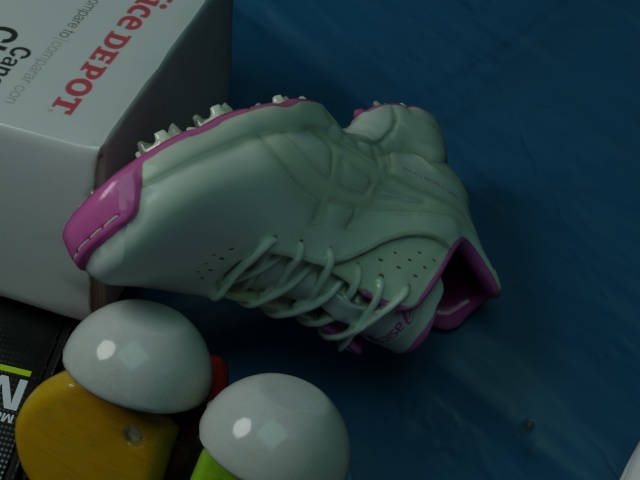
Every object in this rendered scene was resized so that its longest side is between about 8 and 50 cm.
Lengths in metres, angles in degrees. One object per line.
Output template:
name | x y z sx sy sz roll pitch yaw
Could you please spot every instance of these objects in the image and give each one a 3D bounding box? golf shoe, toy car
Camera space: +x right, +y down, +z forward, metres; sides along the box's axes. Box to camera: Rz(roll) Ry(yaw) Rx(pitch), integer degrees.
golf shoe | 0.000 0.000 0.735 0.306 0.115 0.140 -10 65 -52
toy car | -0.061 0.119 0.704 0.182 0.159 0.136 26 20 16

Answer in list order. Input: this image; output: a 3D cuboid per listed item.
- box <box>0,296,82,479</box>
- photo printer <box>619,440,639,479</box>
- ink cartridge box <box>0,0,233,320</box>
box | -0.243 0.077 0.764 0.191 0.045 0.184 12 51 5
photo printer | 0.285 0.210 0.665 0.308 0.107 0.256 14 55 6
ink cartridge box | -0.229 -0.103 0.817 0.306 0.131 0.226 14 41 9
